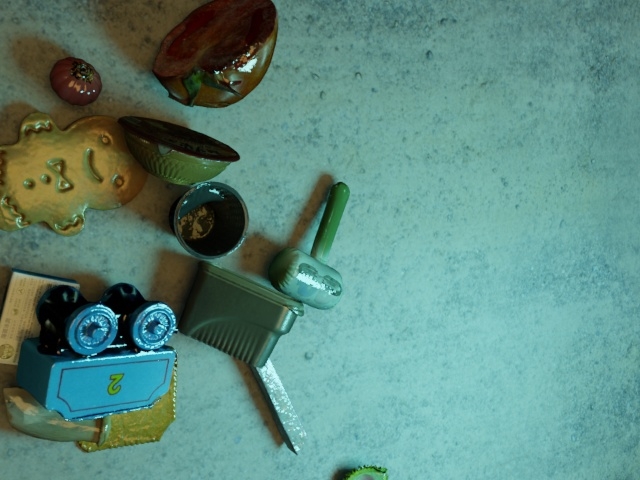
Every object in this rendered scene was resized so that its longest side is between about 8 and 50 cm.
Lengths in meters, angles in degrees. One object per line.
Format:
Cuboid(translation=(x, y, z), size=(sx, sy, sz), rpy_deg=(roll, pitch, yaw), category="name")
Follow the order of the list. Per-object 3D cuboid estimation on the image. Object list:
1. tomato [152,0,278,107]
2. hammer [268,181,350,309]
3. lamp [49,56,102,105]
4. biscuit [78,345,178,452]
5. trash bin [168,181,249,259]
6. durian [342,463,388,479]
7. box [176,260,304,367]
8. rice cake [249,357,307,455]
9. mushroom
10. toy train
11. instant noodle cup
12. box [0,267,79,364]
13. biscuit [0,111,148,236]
Cuboid(translation=(-0.215, -0.412, 1.499), size=(0.309, 0.309, 0.170), rpy_deg=(-45, 143, -16), category="tomato")
Cuboid(translation=(0.000, 0.000, 1.691), size=(0.206, 0.119, 0.336), rpy_deg=(32, 71, -39), category="hammer")
Cuboid(translation=(-0.523, -0.340, 1.402), size=(0.107, 0.092, 0.107), rpy_deg=(24, 49, -31), category="lamp")
Cuboid(translation=(-0.453, 0.373, 1.549), size=(0.232, 0.013, 0.237), rpy_deg=(-1, 96, -27), category="biscuit")
Cuboid(translation=(-0.276, -0.048, 1.516), size=(0.175, 0.161, 0.175), rpy_deg=(-2, 95, -29), category="trash bin")
Cuboid(translation=(0.111, 0.718, 1.829), size=(0.137, 0.095, 0.221), rpy_deg=(14, 90, 8), category="durian")
Cuboid(translation=(-0.191, 0.179, 1.555), size=(0.274, 0.138, 0.178), rpy_deg=(24, 88, 7), category="box")
Cuboid(translation=(-0.120, 0.390, 1.688), size=(0.056, 0.072, 0.365), rpy_deg=(-31, 108, -25), category="rice cake")
Cuboid(translation=(-0.584, 0.387, 1.434), size=(0.247, 0.096, 0.108), rpy_deg=(27, 93, -23), category="mushroom")
Cuboid(translation=(-0.457, 0.233, 1.388), size=(0.300, 0.188, 0.265), rpy_deg=(4, 101, -48), category="toy train")
Cuboid(translation=(-0.319, -0.186, 1.438), size=(0.274, 0.274, 0.091), rpy_deg=(13, 109, -28), category="instant noodle cup")
Cuboid(translation=(-0.616, 0.170, 1.411), size=(0.139, 0.073, 0.194), rpy_deg=(15, 88, -29), category="box")
Cuboid(translation=(-0.549, -0.149, 1.429), size=(0.355, 0.052, 0.275), rpy_deg=(-16, 102, -24), category="biscuit")
